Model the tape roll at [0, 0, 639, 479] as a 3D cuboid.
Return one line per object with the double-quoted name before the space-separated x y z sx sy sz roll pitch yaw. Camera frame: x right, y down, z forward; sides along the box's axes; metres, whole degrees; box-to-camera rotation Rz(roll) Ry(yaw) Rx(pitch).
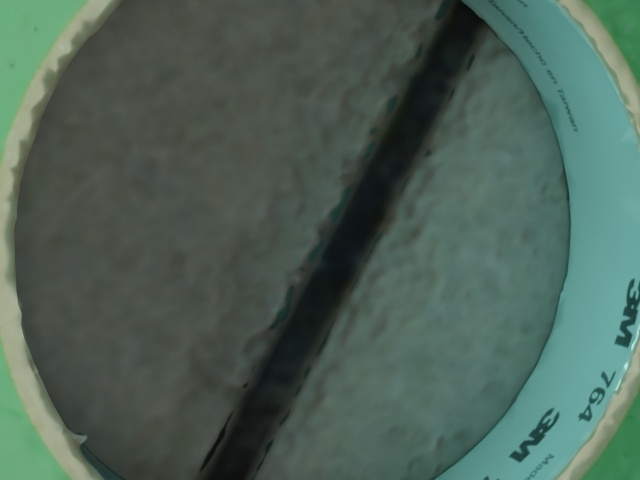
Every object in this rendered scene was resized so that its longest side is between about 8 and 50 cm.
"tape roll" 0.000 0.000 0.599 0.321 0.077 0.321 -1 95 -14
